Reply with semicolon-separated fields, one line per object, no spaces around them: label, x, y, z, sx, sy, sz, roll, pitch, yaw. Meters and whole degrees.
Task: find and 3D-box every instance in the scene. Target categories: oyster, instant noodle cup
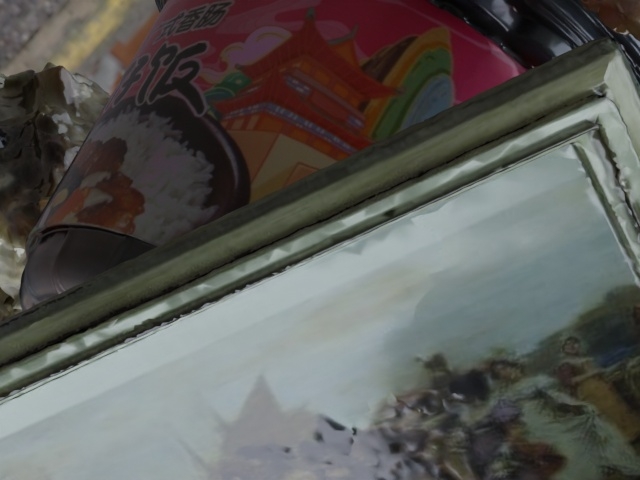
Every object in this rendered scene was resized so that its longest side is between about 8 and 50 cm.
oyster;-0.162;0.017;0.927;0.238;0.351;0.115;-65;166;7
instant noodle cup;0.000;0.000;0.585;0.181;0.258;0.302;-58;142;-23

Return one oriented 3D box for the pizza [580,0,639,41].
pizza;0.133;-0.089;0.389;0.052;0.195;0.185;-68;156;-58

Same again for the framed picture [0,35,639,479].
framed picture;-0.005;0.084;0.414;0.274;0.017;0.217;-26;124;13
